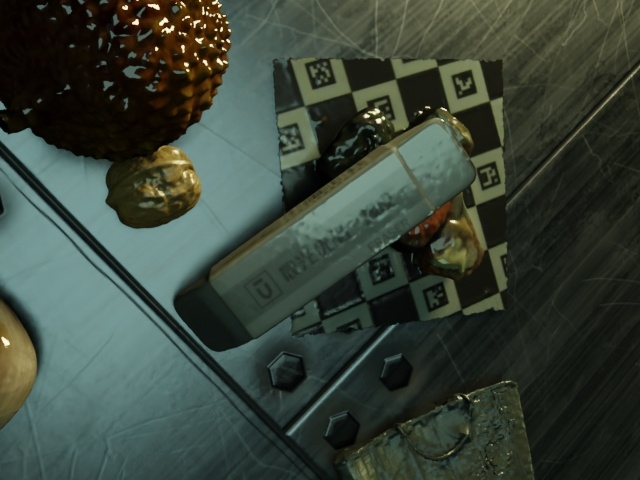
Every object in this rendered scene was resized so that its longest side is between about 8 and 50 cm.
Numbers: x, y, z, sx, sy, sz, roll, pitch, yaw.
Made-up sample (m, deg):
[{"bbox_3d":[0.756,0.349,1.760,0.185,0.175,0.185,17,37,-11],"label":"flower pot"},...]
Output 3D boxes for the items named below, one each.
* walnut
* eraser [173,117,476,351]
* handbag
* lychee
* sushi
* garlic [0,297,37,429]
[{"bbox_3d":[-0.172,-0.055,0.576,0.096,0.082,0.079,-22,72,-16],"label":"walnut"},{"bbox_3d":[0.000,0.000,0.607,0.352,0.061,0.089,-36,105,1],"label":"eraser"},{"bbox_3d":[0.159,0.295,0.716,0.270,0.088,0.175,-18,91,-18],"label":"handbag"},{"bbox_3d":[-0.186,-0.159,0.500,0.200,0.200,0.238,43,49,-16],"label":"lychee"},{"bbox_3d":[0.112,-0.060,0.680,0.319,0.068,0.340,-4,94,-19],"label":"sushi"},{"bbox_3d":[-0.360,0.144,0.525,0.198,0.090,0.128,-42,90,-6],"label":"garlic"}]
